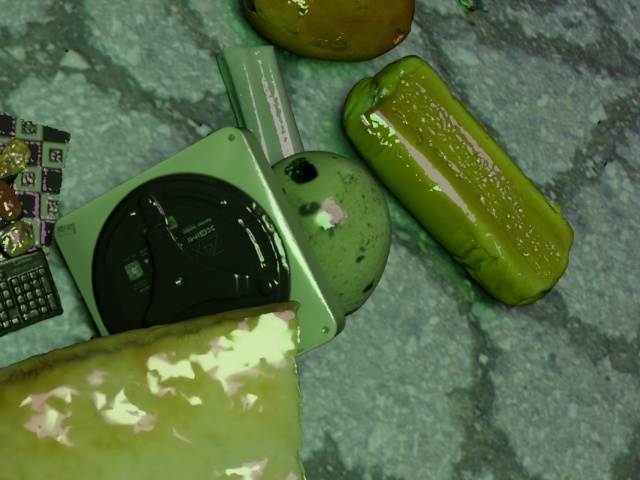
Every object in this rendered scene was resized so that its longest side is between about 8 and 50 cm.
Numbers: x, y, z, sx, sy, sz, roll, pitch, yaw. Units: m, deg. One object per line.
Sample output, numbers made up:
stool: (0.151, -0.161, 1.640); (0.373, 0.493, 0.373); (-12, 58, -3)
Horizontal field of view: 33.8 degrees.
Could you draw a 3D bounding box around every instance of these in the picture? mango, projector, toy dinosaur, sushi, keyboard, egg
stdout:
mango: (0.013, -0.321, 1.388); (0.249, 0.151, 0.156); (5, 61, -25)
projector: (-0.140, 0.040, 1.166); (0.259, 0.257, 0.079); (64, 16, 2)
toy dinosaur: (0.218, -0.369, 1.566); (0.083, 0.030, 0.047); (31, 66, -15)
sushi: (-0.361, -0.060, 1.193); (0.139, 0.031, 0.201); (12, 71, -23)
keyboard: (-0.404, 0.083, 1.131); (0.250, 0.017, 0.087); (-21, 104, -29)
egg: (0.000, 0.000, 1.268); (0.177, 0.177, 0.228); (-40, 134, -29)

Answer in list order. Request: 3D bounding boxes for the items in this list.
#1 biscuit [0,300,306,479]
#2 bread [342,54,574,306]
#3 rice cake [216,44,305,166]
biscuit: (-0.199, 0.310, 1.075); (0.446, 0.104, 0.429); (-12, 97, -10)
bread: (0.181, -0.075, 1.420); (0.383, 0.112, 0.166); (46, 59, -9)
rice cake: (-0.067, -0.148, 1.358); (0.080, 0.042, 0.221); (-14, 83, -24)
